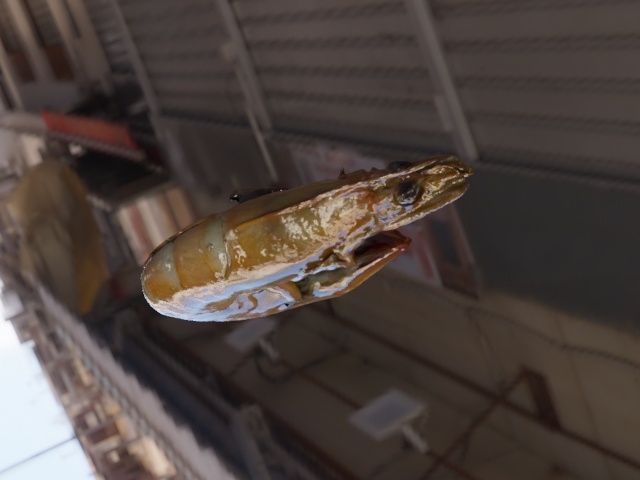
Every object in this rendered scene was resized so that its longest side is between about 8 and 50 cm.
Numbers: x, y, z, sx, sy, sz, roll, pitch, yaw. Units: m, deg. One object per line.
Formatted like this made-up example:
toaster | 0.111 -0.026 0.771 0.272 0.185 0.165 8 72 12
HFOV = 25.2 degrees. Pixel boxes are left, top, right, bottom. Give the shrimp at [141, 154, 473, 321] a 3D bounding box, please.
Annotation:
shrimp | 0.001 0.007 0.596 0.162 0.095 0.045 -20 -129 26
